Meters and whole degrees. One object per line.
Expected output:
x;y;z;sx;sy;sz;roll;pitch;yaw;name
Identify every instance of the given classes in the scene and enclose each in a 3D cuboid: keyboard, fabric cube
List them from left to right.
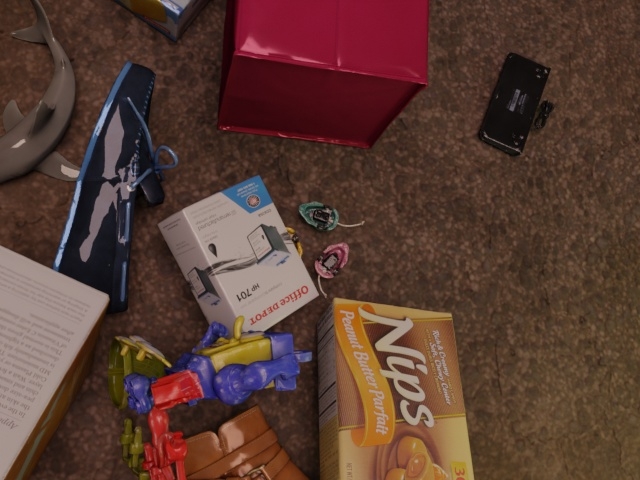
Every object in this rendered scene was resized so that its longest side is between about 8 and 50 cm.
-0.003;-0.306;0.972;0.259;0.254;0.258;6;76;-13;fabric cube
0.344;-0.229;1.166;0.108;0.023;0.180;24;74;-1;keyboard

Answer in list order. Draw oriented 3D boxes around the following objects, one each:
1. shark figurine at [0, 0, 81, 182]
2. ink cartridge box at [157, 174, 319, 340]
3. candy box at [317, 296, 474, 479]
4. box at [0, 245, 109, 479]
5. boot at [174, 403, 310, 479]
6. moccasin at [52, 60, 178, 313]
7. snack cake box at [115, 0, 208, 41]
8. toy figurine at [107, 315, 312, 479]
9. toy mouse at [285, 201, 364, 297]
-0.380;-0.193;0.928;0.166;0.116;0.278;16;76;-12;shark figurine
-0.109;0.027;0.927;0.140;0.082;0.190;-31;95;-39;ink cartridge box
0.095;0.242;0.906;0.183;0.087;0.316;9;55;-16;candy box
-0.389;0.206;0.725;0.168;0.215;0.345;26;52;-7;box
-0.048;0.324;0.909;0.284;0.109;0.220;-19;79;-10;boot
-0.269;-0.067;0.932;0.117;0.138;0.341;15;88;-15;moccasin
-0.283;-0.444;1.020;0.264;0.089;0.152;33;73;-5;snack cake box
-0.115;0.178;0.800;0.217;0.363;0.191;-12;88;-25;toy figurine
0.000;0.000;1.020;0.143;0.031;0.161;-25;85;-18;toy mouse
